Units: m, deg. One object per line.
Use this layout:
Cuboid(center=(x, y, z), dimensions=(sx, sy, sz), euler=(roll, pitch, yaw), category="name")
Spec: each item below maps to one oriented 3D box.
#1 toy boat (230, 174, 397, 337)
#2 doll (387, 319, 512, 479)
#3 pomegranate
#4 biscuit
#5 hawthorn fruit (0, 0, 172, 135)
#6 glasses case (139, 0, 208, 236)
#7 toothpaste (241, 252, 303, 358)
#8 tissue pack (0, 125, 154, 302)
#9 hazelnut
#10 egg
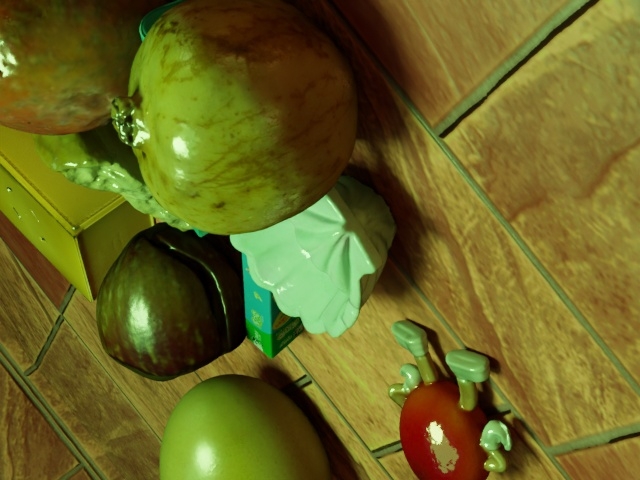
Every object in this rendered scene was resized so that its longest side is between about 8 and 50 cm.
Cuboid(center=(0.000, 0.000, 1.557), dimensions=(0.199, 0.100, 0.290), euler=(54, 159, -5), category="toy boat")
Cuboid(center=(0.147, 0.206, 1.614), dimensions=(0.183, 0.085, 0.217), euler=(22, 126, 48), category="doll")
Cuboid(center=(-0.083, -0.121, 1.360), dimensions=(0.248, 0.248, 0.248), euler=(42, 156, 24), category="pomegranate")
Cuboid(center=(-0.250, -0.123, 1.761), dimensions=(0.274, 0.091, 0.213), euler=(18, -144, -58), category="biscuit")
Cuboid(center=(-0.273, -0.231, 1.562), dimensions=(0.276, 0.276, 0.307), euler=(33, 177, 39), category="hawthorn fruit")
Cuboid(center=(-0.119, -0.139, 1.567), dimensions=(0.070, 0.117, 0.301), euler=(50, 160, 35), category="glasses case")
Cuboid(center=(-0.058, 0.056, 1.808), dimensions=(0.050, 0.065, 0.266), euler=(38, 155, 20), category="toothpaste")
Cuboid(center=(-0.388, -0.075, 2.156), dimensions=(0.274, 0.145, 0.194), euler=(43, 155, 23), category="tissue pack")
Cuboid(center=(-0.207, 0.083, 1.931), dimensions=(0.218, 0.218, 0.234), euler=(53, -177, -1), category="hazelnut")
Cuboid(center=(-0.113, 0.341, 2.107), dimensions=(0.250, 0.250, 0.322), euler=(24, 139, 50), category="egg")
